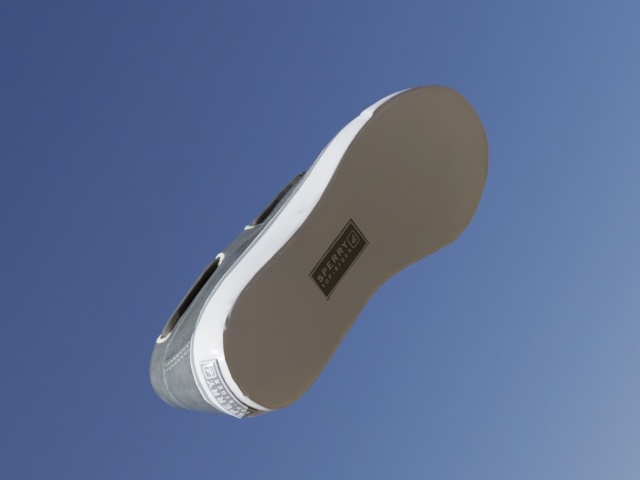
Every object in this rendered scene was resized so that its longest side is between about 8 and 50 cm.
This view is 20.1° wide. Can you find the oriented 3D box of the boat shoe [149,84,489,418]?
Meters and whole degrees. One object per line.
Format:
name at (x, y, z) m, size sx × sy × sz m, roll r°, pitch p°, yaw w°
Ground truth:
boat shoe at (0.000, 0.000, 0.532) m, size 0.142 × 0.040 × 0.049 m, roll -46°, pitch -67°, yaw -39°
